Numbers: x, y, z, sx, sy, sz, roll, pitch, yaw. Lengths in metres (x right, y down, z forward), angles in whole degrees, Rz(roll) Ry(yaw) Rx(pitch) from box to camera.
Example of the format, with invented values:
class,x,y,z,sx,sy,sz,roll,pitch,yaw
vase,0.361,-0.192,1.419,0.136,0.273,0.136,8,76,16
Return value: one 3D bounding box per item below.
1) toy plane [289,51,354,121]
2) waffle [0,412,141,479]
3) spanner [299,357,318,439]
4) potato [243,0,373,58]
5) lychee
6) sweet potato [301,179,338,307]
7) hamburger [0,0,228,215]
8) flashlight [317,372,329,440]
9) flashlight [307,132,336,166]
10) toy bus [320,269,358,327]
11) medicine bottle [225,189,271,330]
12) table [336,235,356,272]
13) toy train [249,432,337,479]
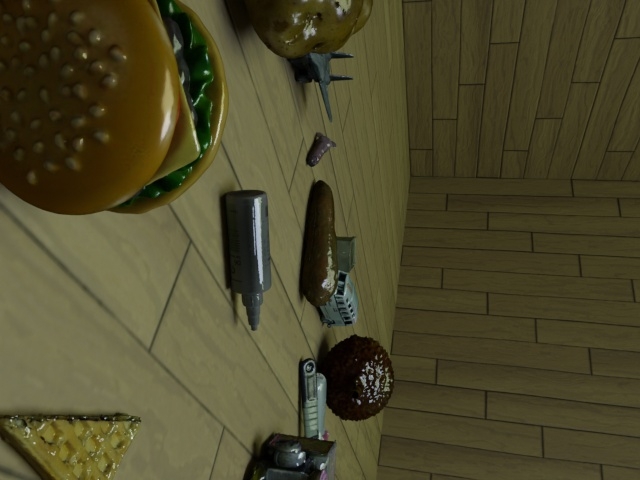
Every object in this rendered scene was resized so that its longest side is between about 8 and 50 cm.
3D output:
class,x,y,z,sx,sy,sz,roll,pitch,yaw
toy plane,-0.022,-0.328,0.936,0.267,0.088,0.213,-9,100,-68
waffle,-0.196,0.146,0.433,0.098,0.023,0.153,-74,160,-47
spanner,-0.015,0.403,1.145,0.087,0.024,0.316,-6,97,-34
potato,-0.007,-0.399,0.773,0.369,0.195,0.177,-75,-176,-46
lychee,0.087,0.327,1.280,0.238,0.199,0.200,-55,147,-88
sweet potato,0.000,0.000,1.116,0.075,0.075,0.274,42,47,-72
hamburger,-0.141,-0.093,0.343,0.115,0.161,0.162,-23,115,-74
flashlight,-0.007,0.391,1.198,0.093,0.047,0.201,-35,127,-71
flashlight,-0.003,-0.187,1.132,0.031,0.052,0.110,-51,-172,43
toy bus,0.038,0.132,1.244,0.194,0.088,0.087,69,27,-57
medicine bottle,-0.097,0.032,0.740,0.057,0.057,0.199,-49,141,-68
table,0.050,0.031,1.324,0.083,0.062,0.079,-37,129,-72
toy train,-0.042,0.452,0.888,0.177,0.133,0.261,9,85,-76
